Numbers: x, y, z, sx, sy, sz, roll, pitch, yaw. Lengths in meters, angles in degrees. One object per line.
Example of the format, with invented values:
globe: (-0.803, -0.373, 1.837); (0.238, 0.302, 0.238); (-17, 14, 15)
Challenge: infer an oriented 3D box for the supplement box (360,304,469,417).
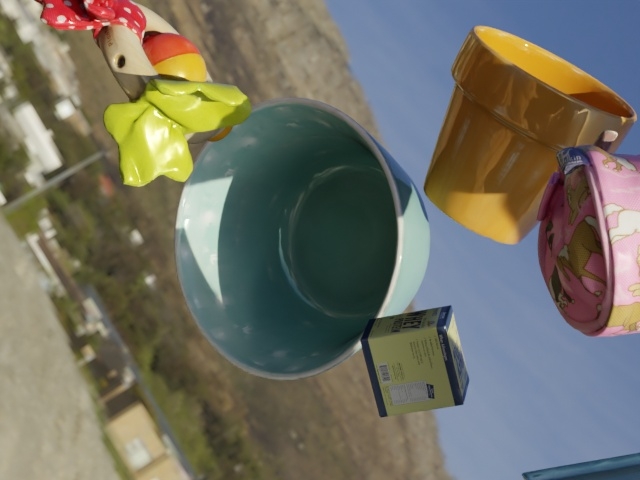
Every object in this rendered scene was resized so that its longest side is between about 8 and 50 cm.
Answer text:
supplement box: (0.091, 0.115, 1.331); (0.056, 0.083, 0.083); (-59, 136, -68)

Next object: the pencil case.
pencil case: (0.377, -0.024, 1.149); (0.160, 0.386, 0.167); (168, -85, -83)

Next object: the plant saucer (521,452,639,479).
plant saucer: (0.307, 0.243, 1.433); (0.067, 0.192, 0.018); (-135, -139, -69)

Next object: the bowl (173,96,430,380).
bowl: (0.000, 0.000, 1.597); (0.311, 0.311, 0.163); (51, 24, 24)

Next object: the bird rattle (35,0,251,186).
bird rattle: (-0.180, -0.174, 1.407); (0.253, 0.143, 0.207); (51, 14, 16)

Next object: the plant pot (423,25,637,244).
plant pot: (0.213, -0.107, 1.549); (0.205, 0.205, 0.188); (45, -64, 39)
